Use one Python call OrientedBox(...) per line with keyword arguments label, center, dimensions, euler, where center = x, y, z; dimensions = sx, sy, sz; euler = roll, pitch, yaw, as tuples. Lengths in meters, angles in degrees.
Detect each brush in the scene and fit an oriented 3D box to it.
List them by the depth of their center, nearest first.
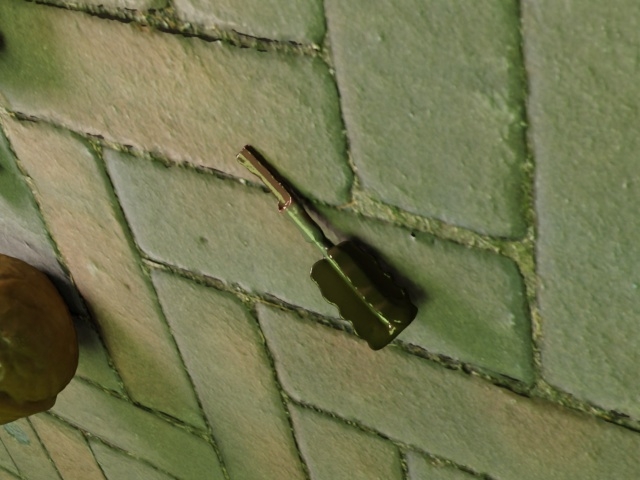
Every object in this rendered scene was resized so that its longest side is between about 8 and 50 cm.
OrientedBox(label="brush", center=(0.000, 0.000, 1.215), dimensions=(0.301, 0.071, 0.084), euler=(49, 129, 5))

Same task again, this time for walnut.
OrientedBox(label="walnut", center=(-0.588, 0.177, 1.761), dimensions=(0.332, 0.333, 0.333), euler=(25, 141, 22))
